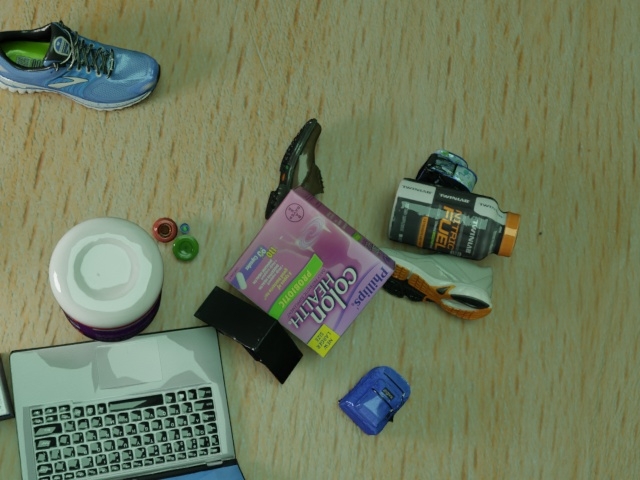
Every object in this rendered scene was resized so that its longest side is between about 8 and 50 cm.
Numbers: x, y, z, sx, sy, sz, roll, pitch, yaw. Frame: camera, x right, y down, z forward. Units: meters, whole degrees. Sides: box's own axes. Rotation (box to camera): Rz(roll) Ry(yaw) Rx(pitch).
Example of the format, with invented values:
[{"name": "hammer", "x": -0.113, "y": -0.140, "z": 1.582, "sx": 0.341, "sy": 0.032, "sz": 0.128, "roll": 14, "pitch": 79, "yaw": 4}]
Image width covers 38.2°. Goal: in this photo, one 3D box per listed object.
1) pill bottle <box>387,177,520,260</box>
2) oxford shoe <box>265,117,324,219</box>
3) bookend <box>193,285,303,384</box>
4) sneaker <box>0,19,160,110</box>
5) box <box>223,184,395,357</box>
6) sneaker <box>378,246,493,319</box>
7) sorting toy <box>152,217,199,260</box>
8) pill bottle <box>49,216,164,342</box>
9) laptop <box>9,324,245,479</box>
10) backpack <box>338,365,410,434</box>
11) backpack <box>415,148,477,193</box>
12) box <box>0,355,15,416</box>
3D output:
[{"name": "pill bottle", "x": 0.265, "y": -0.036, "z": 1.818, "sx": 0.245, "sy": 0.130, "sz": 0.130, "roll": 13, "pitch": 75, "yaw": 8}, {"name": "oxford shoe", "x": -0.033, "y": -0.133, "z": 1.852, "sx": 0.096, "sy": 0.083, "sz": 0.227, "roll": 20, "pitch": 82, "yaw": -15}, {"name": "bookend", "x": -0.134, "y": 0.178, "z": 1.739, "sx": 0.157, "sy": 0.156, "sz": 0.072, "roll": 26, "pitch": 71, "yaw": 30}, {"name": "sneaker", "x": -0.473, "y": -0.337, "z": 1.772, "sx": 0.330, "sy": 0.147, "sz": 0.130, "roll": 3, "pitch": 77, "yaw": -11}, {"name": "box", "x": -0.018, "y": 0.056, "z": 1.743, "sx": 0.243, "sy": 0.117, "sz": 0.213, "roll": 39, "pitch": 100, "yaw": -1}, {"name": "sneaker", "x": 0.225, "y": 0.062, "z": 1.856, "sx": 0.262, "sy": 0.099, "sz": 0.121, "roll": 23, "pitch": 53, "yaw": -2}, {"name": "sorting toy", "x": -0.278, "y": -0.008, "z": 1.794, "sx": 0.102, "sy": 0.042, "sz": 0.061, "roll": 43, "pitch": 88, "yaw": -11}, {"name": "pill bottle", "x": -0.366, "y": 0.079, "z": 1.604, "sx": 0.181, "sy": 0.323, "sz": 0.182, "roll": 3, "pitch": 76, "yaw": -10}, {"name": "laptop", "x": -0.316, "y": 0.352, "z": 1.580, "sx": 0.381, "sy": 0.236, "sz": 0.408, "roll": -6, "pitch": 78, "yaw": -19}, {"name": "backpack", "x": 0.115, "y": 0.302, "z": 1.764, "sx": 0.120, "sy": 0.101, "sz": 0.098, "roll": -44, "pitch": 95, "yaw": -20}, {"name": "backpack", "x": 0.260, "y": -0.126, "z": 1.887, "sx": 0.114, "sy": 0.105, "sz": 0.084, "roll": 27, "pitch": 60, "yaw": -2}, {"name": "box", "x": -0.588, "y": 0.256, "z": 1.616, "sx": 0.072, "sy": 0.137, "sz": 0.126, "roll": -14, "pitch": 80, "yaw": -16}]
